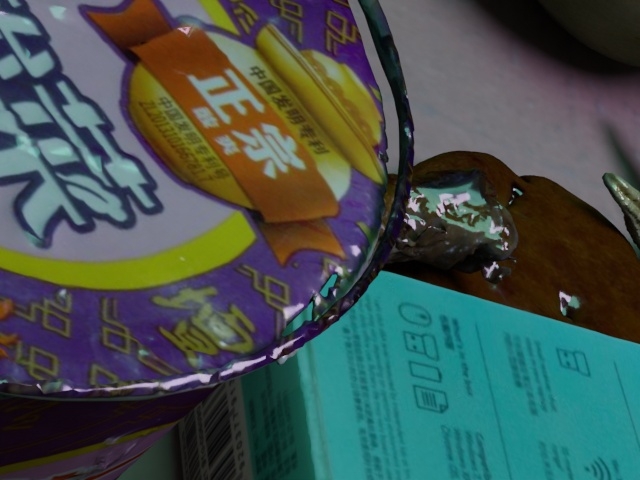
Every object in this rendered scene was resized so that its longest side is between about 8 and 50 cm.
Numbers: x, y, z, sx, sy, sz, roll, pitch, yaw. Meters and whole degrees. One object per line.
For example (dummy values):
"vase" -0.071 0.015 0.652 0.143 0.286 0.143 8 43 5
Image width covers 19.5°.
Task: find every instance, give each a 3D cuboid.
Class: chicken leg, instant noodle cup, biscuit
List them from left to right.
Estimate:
"instant noodle cup" -0.178 -0.013 0.607 0.340 0.266 0.340 23 40 -21
"chicken leg" -0.005 -0.006 0.886 0.196 0.080 0.125 -20 64 -40
"biscuit" 0.114 0.033 0.983 0.212 0.036 0.212 23 38 -19

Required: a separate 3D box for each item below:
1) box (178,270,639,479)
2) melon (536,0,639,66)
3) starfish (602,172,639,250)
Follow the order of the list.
"box" 0.101 0.145 0.793 0.311 0.118 0.205 15 46 -27
"melon" 0.228 -0.269 1.194 0.268 0.268 0.330 9 62 -33
"starfish" 0.232 0.002 1.099 0.223 0.050 0.217 27 45 -41
